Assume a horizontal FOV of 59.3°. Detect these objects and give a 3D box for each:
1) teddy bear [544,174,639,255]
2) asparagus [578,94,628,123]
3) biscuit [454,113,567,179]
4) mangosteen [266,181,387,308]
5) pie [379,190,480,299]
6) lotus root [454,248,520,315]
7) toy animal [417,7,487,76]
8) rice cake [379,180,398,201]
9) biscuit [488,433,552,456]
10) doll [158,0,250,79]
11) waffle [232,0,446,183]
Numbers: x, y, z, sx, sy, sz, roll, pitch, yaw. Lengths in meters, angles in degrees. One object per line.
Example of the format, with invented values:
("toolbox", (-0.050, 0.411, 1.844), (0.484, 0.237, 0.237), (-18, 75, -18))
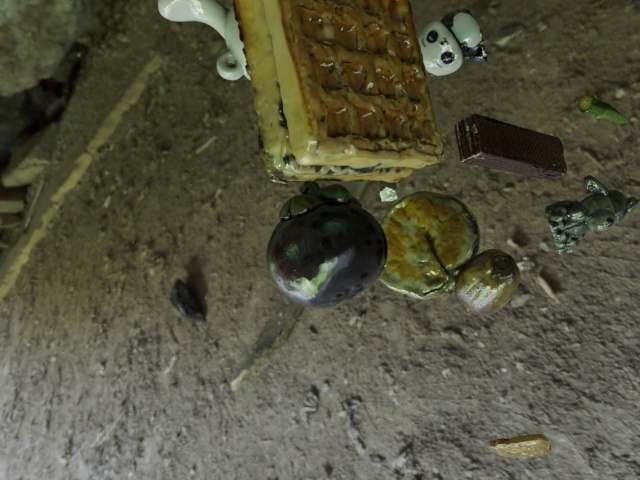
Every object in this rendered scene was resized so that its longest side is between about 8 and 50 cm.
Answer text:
("teddy bear", (0.747, -0.082, 1.578), (0.251, 0.171, 0.144), (-34, 15, 30))
("asparagus", (0.707, -0.322, 1.395), (0.041, 0.178, 0.045), (-42, 53, 46))
("biscuit", (0.507, -0.237, 1.471), (0.073, 0.388, 0.107), (-24, 68, 52))
("mangosteen", (0.002, 0.015, 1.362), (0.300, 0.300, 0.300), (-31, 47, 39))
("pie", (0.316, 0.013, 1.695), (0.339, 0.077, 0.339), (-2, 85, 22))
("lotus root", (0.429, 0.120, 1.474), (0.145, 0.128, 0.260), (58, 159, 22))
("toy animal", (0.351, -0.525, 1.536), (0.179, 0.166, 0.138), (-30, -4, -12))
("rice cake", (0.210, -0.175, 1.737), (0.256, 0.057, 0.052), (-75, -11, -68))
("biscuit", (0.530, 0.543, 1.476), (0.250, 0.162, 0.035), (95, 178, -59))
("doll", (-0.058, -0.426, 1.084), (0.365, 0.376, 0.187), (-47, 16, -14))
("waffle", (0.014, -0.218, 0.592), (0.091, 0.212, 0.308), (-19, 81, 44))
